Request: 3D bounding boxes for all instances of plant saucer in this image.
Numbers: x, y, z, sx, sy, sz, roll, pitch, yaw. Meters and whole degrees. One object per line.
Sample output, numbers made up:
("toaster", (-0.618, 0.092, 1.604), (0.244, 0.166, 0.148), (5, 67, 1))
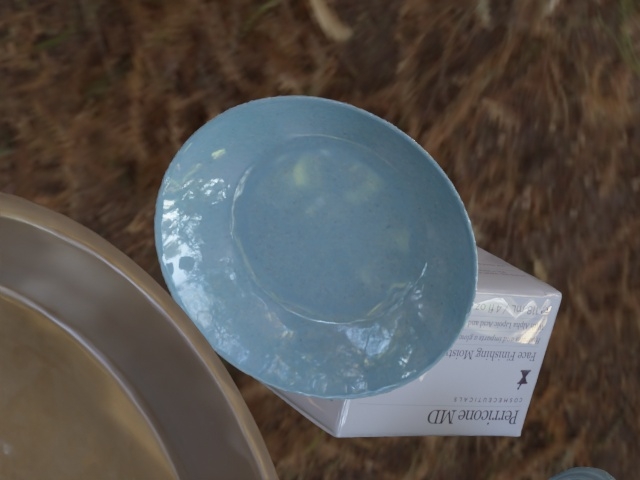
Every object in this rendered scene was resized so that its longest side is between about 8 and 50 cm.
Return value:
("plant saucer", (-0.106, 0.116, 0.614), (0.041, 0.278, 0.278), (-23, 97, 36))
("plant saucer", (0.000, 0.000, 1.071), (0.195, 0.037, 0.195), (7, 118, 14))

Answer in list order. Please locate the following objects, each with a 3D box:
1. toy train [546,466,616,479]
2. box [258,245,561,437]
("toy train", (0.107, 0.275, 1.261), (0.334, 0.190, 0.142), (-14, 132, 29))
("box", (0.046, 0.058, 1.366), (0.181, 0.182, 0.119), (4, 107, -37))
